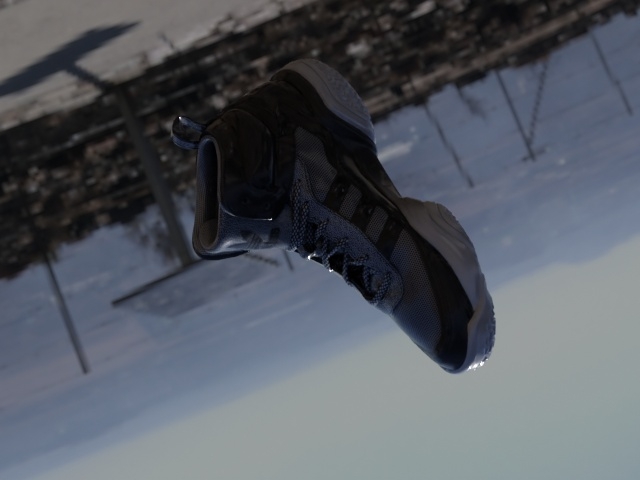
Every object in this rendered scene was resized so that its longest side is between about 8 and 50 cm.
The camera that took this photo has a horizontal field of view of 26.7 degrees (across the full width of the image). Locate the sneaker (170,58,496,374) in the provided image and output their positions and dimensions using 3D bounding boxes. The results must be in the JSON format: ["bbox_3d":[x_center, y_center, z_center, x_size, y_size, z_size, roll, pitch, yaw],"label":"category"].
[{"bbox_3d":[0.000,0.000,0.954,0.153,0.268,0.101,-23,160,-31],"label":"sneaker"}]
